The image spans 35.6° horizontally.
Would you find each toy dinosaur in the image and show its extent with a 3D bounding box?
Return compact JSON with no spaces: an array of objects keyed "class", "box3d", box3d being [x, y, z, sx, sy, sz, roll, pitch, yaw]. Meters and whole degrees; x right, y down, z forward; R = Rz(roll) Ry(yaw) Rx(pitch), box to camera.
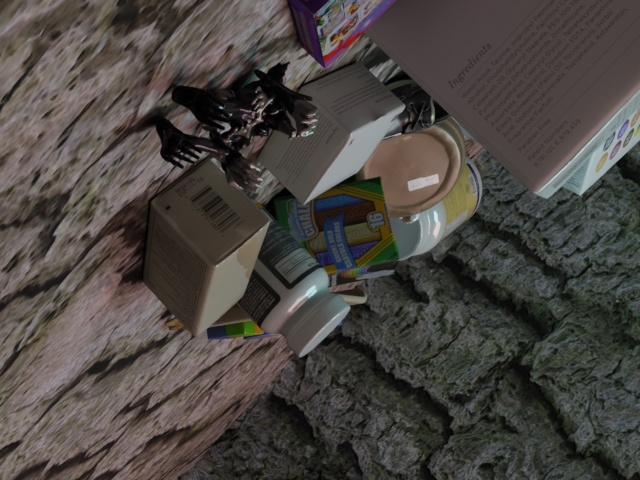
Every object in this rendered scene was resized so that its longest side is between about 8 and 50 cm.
[{"class":"toy dinosaur","box3d":[-0.270,0.156,2.021,0.092,0.053,0.183,-12,161,-16]}]

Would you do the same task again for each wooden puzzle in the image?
[{"class":"wooden puzzle","box3d":[-0.094,0.171,2.208,0.322,0.081,0.348,-12,175,22]}]

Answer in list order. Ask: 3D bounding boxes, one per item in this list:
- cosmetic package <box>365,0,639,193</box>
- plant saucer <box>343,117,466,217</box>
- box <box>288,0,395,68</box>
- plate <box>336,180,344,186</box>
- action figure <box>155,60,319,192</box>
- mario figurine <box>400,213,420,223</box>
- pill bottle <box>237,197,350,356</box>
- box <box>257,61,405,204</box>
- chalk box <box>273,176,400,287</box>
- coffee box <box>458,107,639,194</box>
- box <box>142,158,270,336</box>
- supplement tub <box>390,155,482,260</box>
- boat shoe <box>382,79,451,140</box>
[{"class":"cosmetic package","box3d":[0.338,-0.318,1.642,0.327,0.394,0.329,-47,170,12]},{"class":"plant saucer","box3d":[0.186,-0.160,2.143,0.278,0.278,0.041,-49,-148,19]},{"class":"box","box3d":[0.083,-0.379,1.334,0.293,0.057,0.201,-45,169,-4]},{"class":"plate","box3d":[0.064,-0.118,2.421,0.188,0.024,0.188,-44,169,-11]},{"class":"action figure","box3d":[-0.094,-0.148,1.321,0.164,0.141,0.275,-52,165,26]},{"class":"mario figurine","box3d":[0.143,-0.119,2.233,0.170,0.198,0.320,-46,167,-51]},{"class":"pill bottle","box3d":[-0.087,0.069,1.814,0.162,0.278,0.162,-43,170,-9]},{"class":"box","box3d":[0.019,-0.184,1.688,0.181,0.119,0.182,-33,164,-49]},{"class":"chalk box","box3d":[0.000,0.000,2.043,0.289,0.179,0.180,-11,169,-3]},{"class":"coffee box","box3d":[0.561,-0.370,2.253,0.337,0.338,0.334,-36,146,-38]},{"class":"box","box3d":[-0.191,0.021,1.594,0.121,0.148,0.311,-41,171,-25]},{"class":"supplement tub","box3d":[0.261,-0.101,2.658,0.331,0.241,0.241,-34,165,-48]},{"class":"boat shoe","box3d":[0.195,-0.267,1.997,0.285,0.092,0.103,-26,131,-32]}]
